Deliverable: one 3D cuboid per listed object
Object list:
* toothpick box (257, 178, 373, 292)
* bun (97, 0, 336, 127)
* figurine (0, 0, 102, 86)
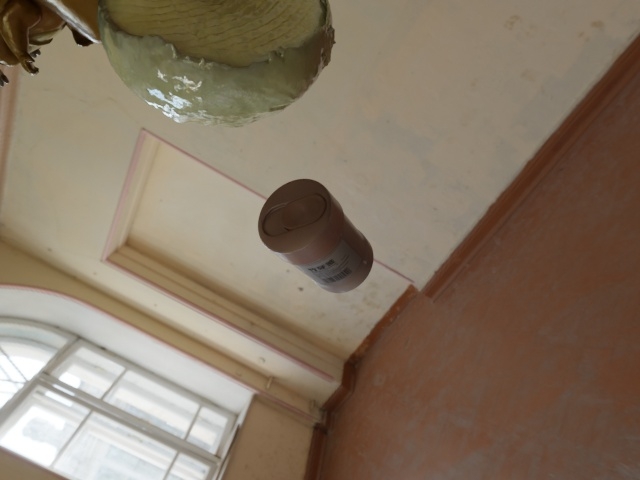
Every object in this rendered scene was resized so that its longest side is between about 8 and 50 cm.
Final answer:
[{"bbox_3d":[0.000,0.000,0.535,0.098,0.098,0.149,-62,-34,-11],"label":"toothpick box"},{"bbox_3d":[-0.158,-0.314,0.690,0.202,0.364,0.364,99,-167,-54],"label":"bun"},{"bbox_3d":[-0.508,-0.454,0.730,0.387,0.268,0.401,-23,23,23],"label":"figurine"}]
